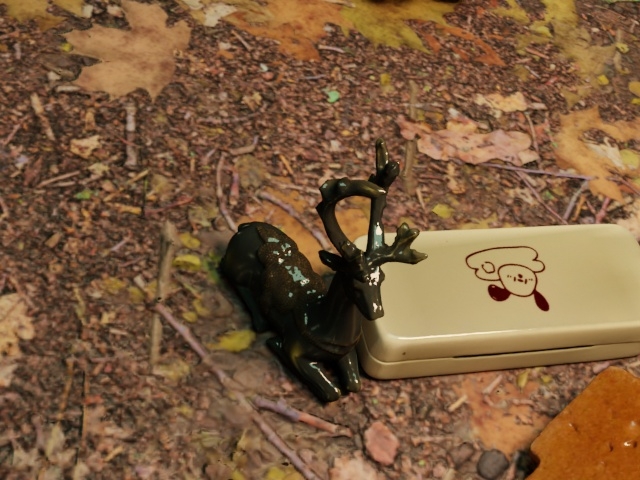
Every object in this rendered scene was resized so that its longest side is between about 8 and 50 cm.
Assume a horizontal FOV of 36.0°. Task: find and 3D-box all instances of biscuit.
[{"bbox_3d":[0.261,0.226,0.804,0.284,0.043,0.306,-12,36,19],"label":"biscuit"}]

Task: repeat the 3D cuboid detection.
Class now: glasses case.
[{"bbox_3d":[0.181,0.056,0.972,0.313,0.070,0.131,-2,52,-16],"label":"glasses case"}]

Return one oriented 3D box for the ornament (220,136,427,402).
[{"bbox_3d":[0.000,0.000,0.862,0.080,0.236,0.202,-19,57,-32],"label":"ornament"}]
